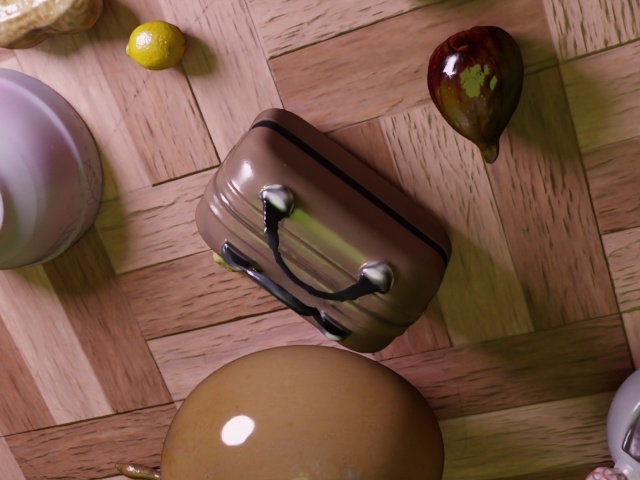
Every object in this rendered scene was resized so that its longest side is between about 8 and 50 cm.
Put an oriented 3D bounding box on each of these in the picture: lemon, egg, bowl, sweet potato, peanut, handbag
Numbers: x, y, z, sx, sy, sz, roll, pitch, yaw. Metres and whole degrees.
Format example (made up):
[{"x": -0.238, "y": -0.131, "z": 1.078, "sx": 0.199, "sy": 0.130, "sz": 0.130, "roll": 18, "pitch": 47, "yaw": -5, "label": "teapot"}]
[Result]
[{"x": -0.205, "y": -0.242, "z": 0.997, "sx": 0.083, "sy": 0.062, "sz": 0.062, "roll": -4, "pitch": 111, "yaw": 16, "label": "lemon"}, {"x": -0.027, "y": 0.285, "z": 1.042, "sx": 0.373, "sy": 0.301, "sz": 0.301, "roll": -20, "pitch": 106, "yaw": 12, "label": "egg"}, {"x": -0.457, "y": -0.079, "z": 1.080, "sx": 0.286, "sy": 0.144, "sz": 0.287, "roll": 5, "pitch": 113, "yaw": 12, "label": "bowl"}, {"x": -0.281, "y": 0.376, "z": 1.291, "sx": 0.115, "sy": 0.026, "sz": 0.026, "roll": 11, "pitch": 114, "yaw": 10, "label": "sweet potato"}, {"x": -0.363, "y": -0.290, "z": 1.005, "sx": 0.192, "sy": 0.089, "sz": 0.089, "roll": -10, "pitch": 109, "yaw": 16, "label": "peanut"}, {"x": 0.000, "y": 0.000, "z": 0.927, "sx": 0.301, "sy": 0.283, "sz": 0.149, "roll": 39, "pitch": 117, "yaw": -5, "label": "handbag"}]

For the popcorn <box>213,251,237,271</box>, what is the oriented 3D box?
[{"x": -0.117, "y": 0.014, "z": 1.086, "sx": 0.083, "sy": 0.068, "sz": 0.060, "roll": -25, "pitch": 80, "yaw": 58, "label": "popcorn"}]

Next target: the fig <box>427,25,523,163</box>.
[{"x": 0.184, "y": -0.164, "z": 0.916, "sx": 0.109, "sy": 0.103, "sz": 0.155, "roll": -14, "pitch": 101, "yaw": 41, "label": "fig"}]

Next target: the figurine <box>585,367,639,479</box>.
[{"x": 0.436, "y": 0.289, "z": 1.018, "sx": 0.281, "sy": 0.167, "sz": 0.370, "roll": -7, "pitch": 126, "yaw": -20, "label": "figurine"}]
